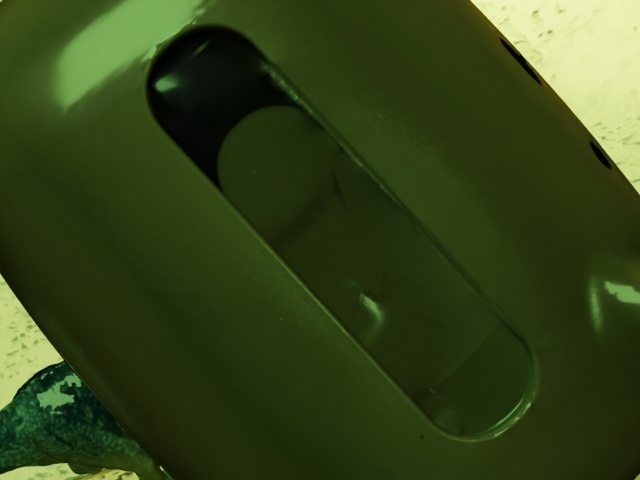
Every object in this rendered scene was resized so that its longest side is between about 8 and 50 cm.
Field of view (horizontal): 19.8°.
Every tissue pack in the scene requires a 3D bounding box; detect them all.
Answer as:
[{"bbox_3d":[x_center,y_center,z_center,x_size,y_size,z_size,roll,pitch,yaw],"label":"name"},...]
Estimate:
[{"bbox_3d":[0.000,0.000,0.906,0.267,0.387,0.277,-42,0,-8],"label":"tissue pack"}]

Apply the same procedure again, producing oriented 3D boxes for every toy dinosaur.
[{"bbox_3d":[-0.127,0.098,1.105,0.363,0.147,0.076,-32,43,3],"label":"toy dinosaur"}]
